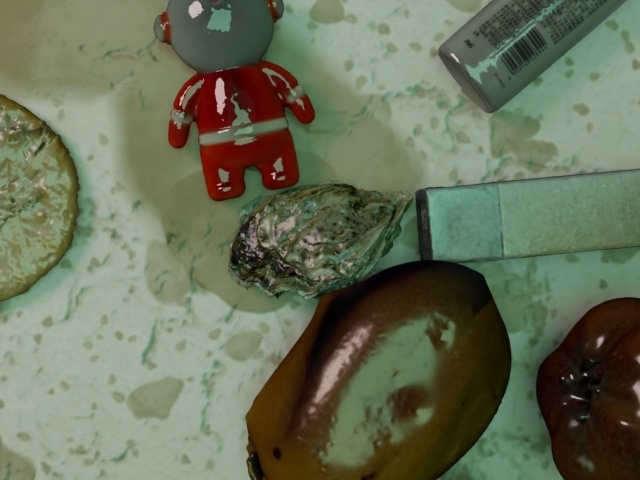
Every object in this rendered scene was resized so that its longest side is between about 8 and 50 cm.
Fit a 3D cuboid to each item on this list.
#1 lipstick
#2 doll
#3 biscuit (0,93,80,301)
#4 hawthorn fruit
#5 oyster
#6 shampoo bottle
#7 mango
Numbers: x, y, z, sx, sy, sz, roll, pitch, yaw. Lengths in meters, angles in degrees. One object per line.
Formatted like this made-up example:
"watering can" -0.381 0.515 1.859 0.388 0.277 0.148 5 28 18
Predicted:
"lipstick" 0.282 -0.030 1.082 0.371 0.080 0.076 -5 91 -4
"doll" -0.087 -0.163 1.057 0.142 0.076 0.245 -13 96 -4
"biscuit" -0.339 -0.042 1.062 0.219 0.033 0.220 0 92 -3
"hawthorn fruit" 0.332 0.160 1.044 0.248 0.208 0.208 14 90 -29
"oyster" 0.000 0.000 1.076 0.177 0.064 0.125 0 77 6
"shampoo bottle" 0.224 -0.226 1.083 0.227 0.056 0.086 -41 95 -2
"mango" 0.054 0.144 1.035 0.201 0.152 0.287 40 87 -1
